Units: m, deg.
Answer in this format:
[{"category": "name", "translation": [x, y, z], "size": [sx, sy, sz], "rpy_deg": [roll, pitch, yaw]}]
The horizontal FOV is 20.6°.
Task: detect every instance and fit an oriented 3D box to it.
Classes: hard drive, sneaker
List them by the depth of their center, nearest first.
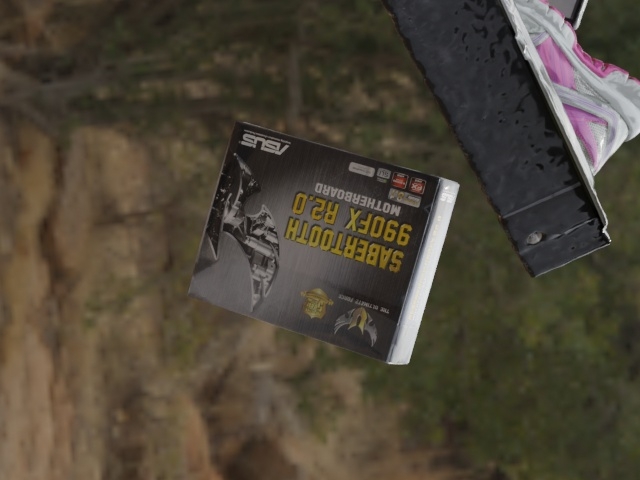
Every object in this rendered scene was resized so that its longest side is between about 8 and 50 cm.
[{"category": "hard drive", "translation": [0.063, -0.164, 1.000], "size": [0.339, 0.064, 0.237], "rpy_deg": [55, 13, -46]}, {"category": "sneaker", "translation": [0.161, -0.126, 1.422], "size": [0.111, 0.252, 0.103], "rpy_deg": [-59, -154, -4]}]

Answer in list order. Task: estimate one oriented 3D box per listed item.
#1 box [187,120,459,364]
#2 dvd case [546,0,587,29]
[{"category": "box", "translation": [0.000, 0.000, 1.701], "size": [0.056, 0.231, 0.183], "rpy_deg": [12, 95, -64]}, {"category": "dvd case", "translation": [0.182, -0.338, 1.860], "size": [0.180, 0.253, 0.022], "rpy_deg": [-70, 160, -5]}]
